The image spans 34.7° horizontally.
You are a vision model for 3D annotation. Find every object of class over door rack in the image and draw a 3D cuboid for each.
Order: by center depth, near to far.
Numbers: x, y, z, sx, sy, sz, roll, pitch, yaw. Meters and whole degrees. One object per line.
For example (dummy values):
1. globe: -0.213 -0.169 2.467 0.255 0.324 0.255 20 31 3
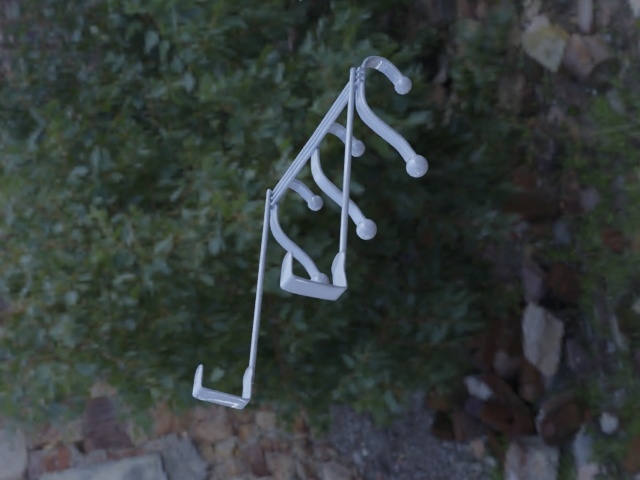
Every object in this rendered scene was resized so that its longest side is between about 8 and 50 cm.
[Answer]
1. over door rack: 0.000 0.000 1.030 0.239 0.108 0.324 -53 14 46
